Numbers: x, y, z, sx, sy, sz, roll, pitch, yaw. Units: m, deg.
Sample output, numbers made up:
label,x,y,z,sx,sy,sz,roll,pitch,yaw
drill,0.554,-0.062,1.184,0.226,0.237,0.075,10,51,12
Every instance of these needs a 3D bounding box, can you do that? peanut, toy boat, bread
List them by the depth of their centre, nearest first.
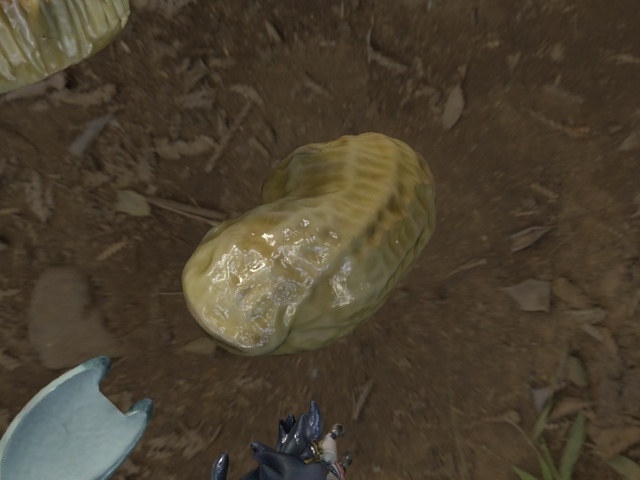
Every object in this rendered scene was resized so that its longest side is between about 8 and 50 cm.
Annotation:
label,x,y,z,sx,sy,sz,roll,pitch,yaw
peanut,0.000,0.000,1.046,0.153,0.325,0.140,48,127,6
toy boat,-0.305,0.240,1.519,0.134,0.079,0.208,45,83,-13
bread,-0.406,-0.281,1.533,0.388,0.236,0.183,-11,114,32

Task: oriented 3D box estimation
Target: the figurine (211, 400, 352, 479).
label,x,y,z,sx,sy,sz,roll,pitch,yaw
figurine,-0.035,0.309,1.448,0.197,0.265,0.175,-37,95,0
